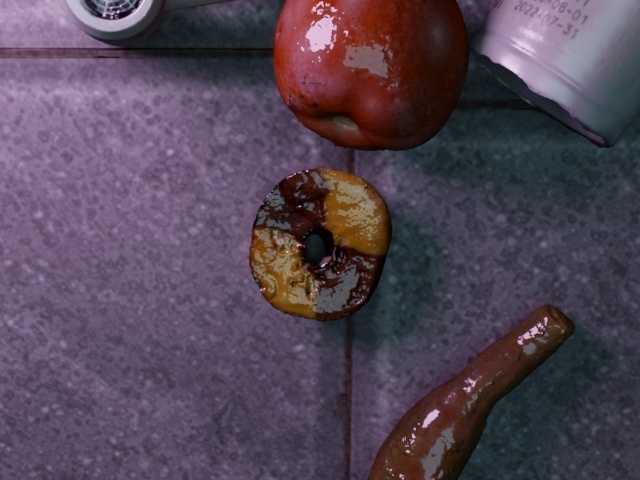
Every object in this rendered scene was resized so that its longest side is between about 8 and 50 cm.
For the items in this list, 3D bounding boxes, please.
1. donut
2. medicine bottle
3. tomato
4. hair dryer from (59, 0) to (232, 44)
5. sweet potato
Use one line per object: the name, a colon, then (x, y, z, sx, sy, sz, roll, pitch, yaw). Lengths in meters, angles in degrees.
donut: (0.000, 0.000, 0.982, 0.166, 0.073, 0.184, 2, 104, 1)
medicine bottle: (0.319, -0.281, 0.848, 0.190, 0.190, 0.332, 34, 102, -5)
tomato: (0.054, -0.198, 0.872, 0.208, 0.208, 0.184, 21, 79, -3)
hair dryer: (-0.095, -0.287, 0.892, 0.357, 0.173, 0.108, -12, 104, -9)
sweet potato: (0.159, 0.227, 1.018, 0.109, 0.109, 0.385, 34, 95, -6)
